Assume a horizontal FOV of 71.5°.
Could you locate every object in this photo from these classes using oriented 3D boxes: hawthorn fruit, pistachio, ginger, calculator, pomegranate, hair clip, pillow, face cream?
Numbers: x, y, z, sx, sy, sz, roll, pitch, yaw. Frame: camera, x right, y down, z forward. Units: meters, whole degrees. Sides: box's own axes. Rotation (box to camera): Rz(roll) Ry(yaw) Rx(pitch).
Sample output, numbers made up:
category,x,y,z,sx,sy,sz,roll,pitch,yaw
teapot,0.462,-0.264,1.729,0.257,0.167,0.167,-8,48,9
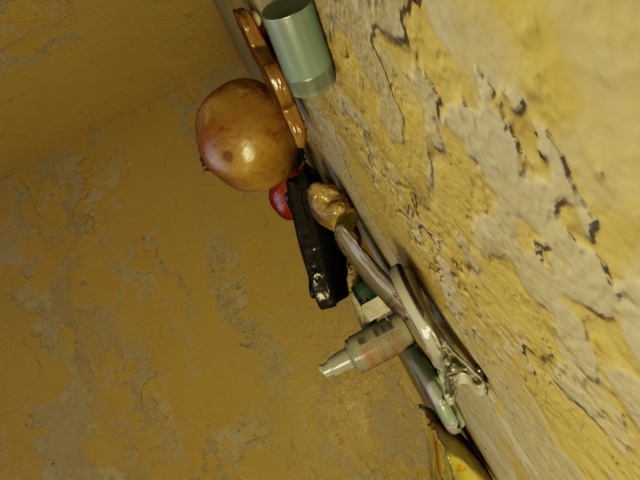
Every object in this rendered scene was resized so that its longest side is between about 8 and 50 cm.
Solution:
category,x,y,z,sx,sy,sz,roll,pitch,yaw
hawthorn fruit,-0.071,-0.175,1.464,0.196,0.196,0.225,-118,30,-44
pistachio,0.071,-0.017,1.123,0.089,0.049,0.173,39,173,12
ginger,0.019,-0.088,1.017,0.131,0.086,0.294,40,-171,-11
calculator,0.259,0.338,1.027,0.141,0.045,0.246,63,-179,-11
pomegranate,-0.225,-0.294,1.298,0.338,0.338,0.338,62,180,0
hair clip,0.142,0.107,0.585,0.140,0.054,0.220,52,-168,-52
pillow,0.101,0.062,0.871,0.233,0.038,0.131,50,172,15
face cream,0.113,0.285,1.151,0.101,0.251,0.101,62,180,0

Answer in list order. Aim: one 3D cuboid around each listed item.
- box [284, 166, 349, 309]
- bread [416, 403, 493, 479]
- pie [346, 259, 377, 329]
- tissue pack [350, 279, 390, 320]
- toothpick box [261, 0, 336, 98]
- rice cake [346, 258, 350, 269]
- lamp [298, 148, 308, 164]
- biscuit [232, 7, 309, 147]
category,x,y,z,sx,sy,sz,roll,pitch,yaw
box,0.000,0.000,1.222,0.350,0.091,0.359,13,-117,-79
bread,0.264,0.489,0.993,0.178,0.135,0.240,44,-177,-3
pie,0.116,0.141,1.271,0.274,0.055,0.274,-13,-90,-83
tissue pack,0.135,0.144,1.082,0.079,0.085,0.111,61,179,-20
toothpick box,-0.019,-0.189,0.435,0.052,0.052,0.083,62,178,42
rice cake,0.064,-0.009,1.435,0.222,0.080,0.042,62,144,12
lamp,-0.078,-0.279,1.593,0.163,0.091,0.091,42,-166,-40
biscuit,-0.102,-0.355,0.889,0.216,0.047,0.340,67,178,-55
